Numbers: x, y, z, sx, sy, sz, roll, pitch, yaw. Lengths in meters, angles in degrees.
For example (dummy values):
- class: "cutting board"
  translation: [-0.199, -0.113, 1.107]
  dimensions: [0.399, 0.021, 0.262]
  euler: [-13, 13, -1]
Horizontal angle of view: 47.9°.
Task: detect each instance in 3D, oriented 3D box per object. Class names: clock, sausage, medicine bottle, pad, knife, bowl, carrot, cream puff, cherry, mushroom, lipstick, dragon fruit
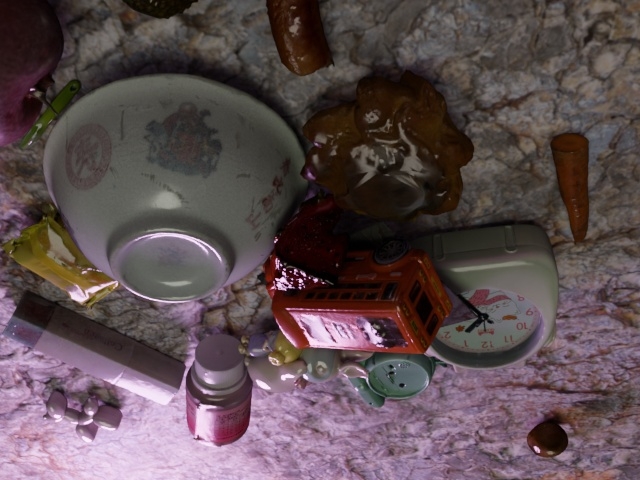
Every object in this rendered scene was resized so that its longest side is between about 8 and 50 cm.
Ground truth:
- class: "clock"
  translation: [0.295, 0.124, 1.324]
  dimensions: [0.265, 0.108, 0.324]
  euler: [-7, 130, 11]
- class: "sausage"
  translation: [-0.024, -0.357, 0.969]
  dimensions: [0.103, 0.076, 0.302]
  euler: [0, 132, -4]
- class: "medicine bottle"
  translation: [-0.214, 0.315, 1.520]
  dimensions: [0.147, 0.147, 0.247]
  euler: [8, 130, -1]
- class: "pad"
  translation: [0.069, 0.101, 1.296]
  dimensions: [0.247, 0.007, 0.367]
  euler: [44, 142, -18]
- class: "knife"
  translation: [-0.449, -0.200, 1.182]
  dimensions: [0.022, 0.026, 0.184]
  euler: [30, 125, -36]
- class: "bowl"
  translation: [-0.231, -0.030, 1.140]
  dimensions: [0.435, 0.196, 0.435]
  euler: [-2, 139, -2]
- class: "carrot"
  translation: [0.419, -0.075, 1.181]
  dimensions: [0.057, 0.057, 0.224]
  euler: [-12, 131, 16]
- class: "cream puff"
  translation: [0.108, -0.131, 1.095]
  dimensions: [0.269, 0.155, 0.241]
  euler: [32, 130, -21]
- class: "clock"
  translation: [0.163, 0.260, 1.483]
  dimensions: [0.211, 0.066, 0.159]
  euler: [-22, 125, 22]
- class: "cherry"
  translation: [-0.499, -0.270, 1.008]
  dimensions: [0.307, 0.221, 0.261]
  euler: [37, 124, -1]
- class: "mushroom"
  translation: [0.508, 0.439, 1.598]
  dimensions: [0.088, 0.072, 0.129]
  euler: [-22, 162, 26]
- class: "lipstick"
  translation: [-0.469, 0.232, 1.519]
  dimensions: [0.371, 0.076, 0.080]
  euler: [28, 127, -17]
- class: "dragon fruit"
  translation: [-0.009, -0.014, 1.152]
  dimensions: [0.122, 0.192, 0.092]
  euler: [5, 137, 35]

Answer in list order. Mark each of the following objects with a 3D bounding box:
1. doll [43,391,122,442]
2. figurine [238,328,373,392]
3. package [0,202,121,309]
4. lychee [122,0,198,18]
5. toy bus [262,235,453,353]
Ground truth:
- class: "doll"
  translation: [-0.571, 0.410, 1.695]
  dimensions: [0.161, 0.059, 0.160]
  euler: [-28, 122, 27]
- class: "figurine"
  translation: [-0.028, 0.222, 1.409]
  dimensions: [0.235, 0.127, 0.155]
  euler: [-14, 120, 32]
- class: "package"
  translation: [-0.462, 0.032, 1.340]
  dimensions: [0.168, 0.090, 0.226]
  euler: [-33, 123, 26]
- class: "lychee"
  translation: [-0.210, -0.376, 0.929]
  dimensions: [0.171, 0.171, 0.171]
  euler: [3, 131, 4]
- class: "toy bus"
  translation: [0.036, 0.098, 1.184]
  dimensions: [0.329, 0.153, 0.143]
  euler: [-2, 132, 38]
